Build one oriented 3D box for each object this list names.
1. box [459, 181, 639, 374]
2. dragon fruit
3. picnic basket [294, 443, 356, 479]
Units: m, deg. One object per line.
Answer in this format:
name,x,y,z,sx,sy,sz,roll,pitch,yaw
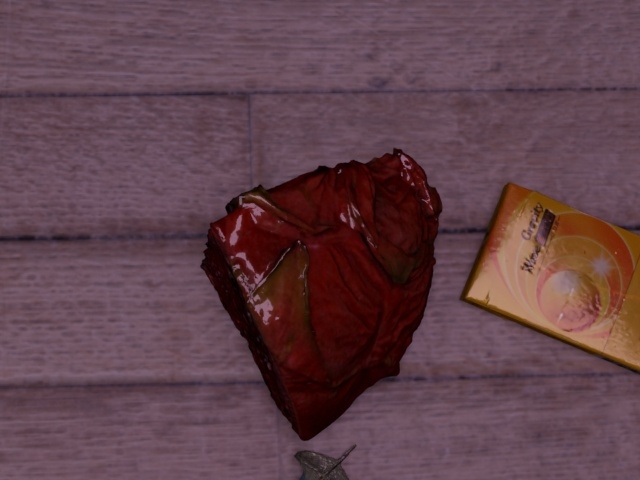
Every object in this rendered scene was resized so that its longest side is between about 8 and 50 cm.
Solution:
box,0.315,0.051,1.574,0.269,0.043,0.152,22,81,-2
dragon fruit,0.000,0.000,1.508,0.240,0.302,0.330,28,61,32
picnic basket,0.008,0.261,1.514,0.083,0.065,0.083,42,103,12
